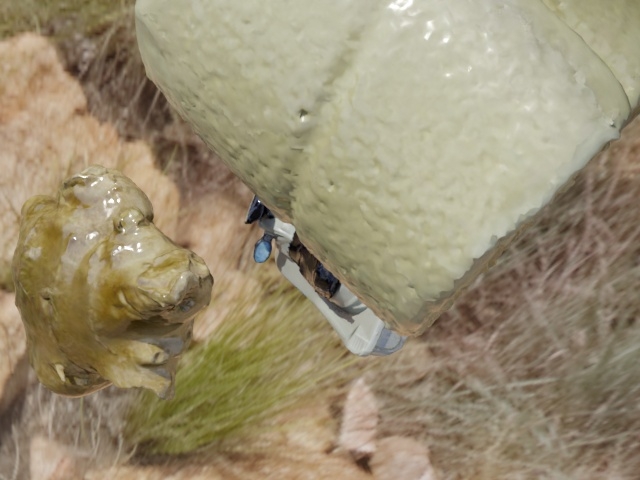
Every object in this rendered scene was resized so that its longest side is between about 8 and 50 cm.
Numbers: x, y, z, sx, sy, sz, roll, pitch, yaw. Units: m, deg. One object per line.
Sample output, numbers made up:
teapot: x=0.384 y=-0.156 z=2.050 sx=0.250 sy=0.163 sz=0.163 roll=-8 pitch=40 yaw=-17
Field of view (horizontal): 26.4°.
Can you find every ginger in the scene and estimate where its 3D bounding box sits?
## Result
ginger: x=-0.170 y=0.035 z=1.180 sx=0.123 sy=0.270 sz=0.219 roll=-11 pitch=86 yaw=-45

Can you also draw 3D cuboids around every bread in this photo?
bread: x=0.029 y=-0.062 z=0.454 sx=0.141 sy=0.134 sz=0.148 roll=46 pitch=27 yaw=6

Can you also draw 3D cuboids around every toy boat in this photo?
toy boat: x=0.007 y=0.004 z=1.326 sx=0.140 sy=0.269 sz=0.141 roll=-16 pitch=122 yaw=-27
